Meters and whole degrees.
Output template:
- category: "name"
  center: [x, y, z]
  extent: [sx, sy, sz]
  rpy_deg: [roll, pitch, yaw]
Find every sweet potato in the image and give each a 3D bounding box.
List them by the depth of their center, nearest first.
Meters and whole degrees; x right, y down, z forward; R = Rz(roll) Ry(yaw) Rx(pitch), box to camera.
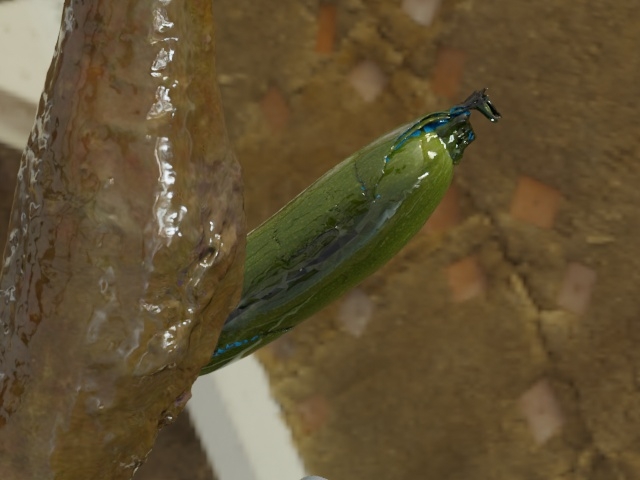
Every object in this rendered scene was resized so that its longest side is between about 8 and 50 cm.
- category: "sweet potato"
  center: [-0.089, 0.024, 0.660]
  extent: [0.092, 0.114, 0.341]
  rpy_deg: [32, -78, 53]

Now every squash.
- category: "squash"
  center: [0.000, 0.000, 1.246]
  extent: [0.331, 0.087, 0.087]
  rpy_deg: [-37, -121, 6]

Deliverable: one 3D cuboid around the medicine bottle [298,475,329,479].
- category: "medicine bottle"
  center: [-0.071, 0.202, 0.939]
  extent: [0.090, 0.217, 0.090]
  rpy_deg: [22, -58, 40]
